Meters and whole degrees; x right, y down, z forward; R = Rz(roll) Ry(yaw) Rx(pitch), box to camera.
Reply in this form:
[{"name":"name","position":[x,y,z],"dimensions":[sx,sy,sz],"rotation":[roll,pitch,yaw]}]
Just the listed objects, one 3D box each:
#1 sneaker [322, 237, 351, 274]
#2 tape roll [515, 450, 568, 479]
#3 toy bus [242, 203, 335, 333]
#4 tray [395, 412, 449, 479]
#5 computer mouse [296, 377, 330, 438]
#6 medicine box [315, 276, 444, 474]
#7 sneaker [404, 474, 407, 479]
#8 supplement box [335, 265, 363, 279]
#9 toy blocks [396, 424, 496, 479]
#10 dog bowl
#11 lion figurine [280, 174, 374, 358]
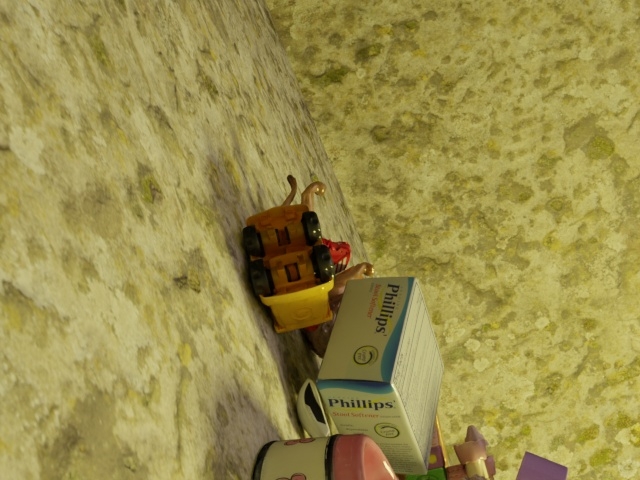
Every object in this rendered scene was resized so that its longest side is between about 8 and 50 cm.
[{"name":"sneaker","position":[0.000,0.000,1.997],"dimensions":[0.087,0.128,0.221],"rotation":[-102,169,-51]},{"name":"tape roll","position":[0.402,0.562,1.569],"dimensions":[0.275,0.090,0.274],"rotation":[18,90,-73]},{"name":"toy bus","position":[-0.051,0.071,1.521],"dimensions":[0.211,0.150,0.220],"rotation":[78,-4,-48]},{"name":"tray","position":[0.200,0.417,1.897],"dimensions":[0.203,0.076,0.410],"rotation":[-35,116,-52]},{"name":"computer mouse","position":[-0.009,0.334,1.390],"dimensions":[0.106,0.042,0.193],"rotation":[93,-20,-56]},{"name":"medicine box","position":[0.127,0.260,1.543],"dimensions":[0.263,0.149,0.289],"rotation":[-70,148,-45]},{"name":"sneaker","position":[0.265,0.607,1.799],"dimensions":[0.112,0.131,0.296],"rotation":[19,69,-52]},{"name":"supplement box","position":[0.053,0.156,1.934],"dimensions":[0.078,0.080,0.233],"rotation":[53,27,-15]},{"name":"toy blocks","position":[0.209,0.466,1.631],"dimensions":[0.309,0.289,0.259],"rotation":[36,40,-71]},{"name":"dog bowl","position":[0.054,0.461,1.130],"dimensions":[0.408,0.151,0.407],"rotation":[-22,90,-81]},{"name":"lion figurine","position":[-0.020,0.059,1.735],"dimensions":[0.392,0.142,0.240],"rotation":[54,48,-1]}]
